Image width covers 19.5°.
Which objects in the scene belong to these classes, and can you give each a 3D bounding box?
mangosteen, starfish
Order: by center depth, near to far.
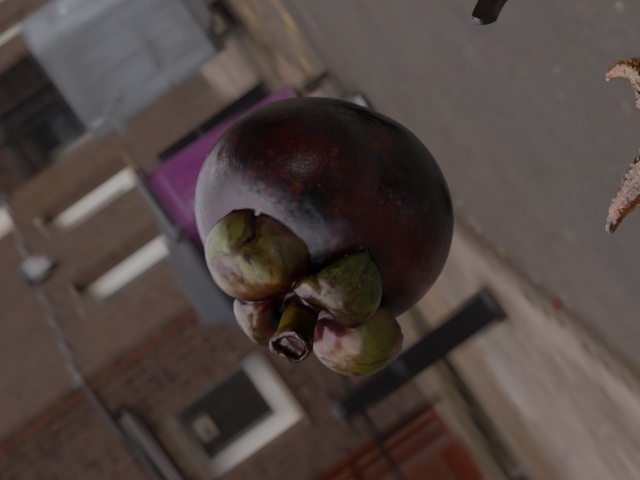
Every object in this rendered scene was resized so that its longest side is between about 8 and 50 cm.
[{"bbox_3d":[0.000,0.000,1.252,0.200,0.200,0.200,54,178,3],"label":"mangosteen"},{"bbox_3d":[0.315,-0.080,1.597,0.043,0.227,0.240,4,-145,-38],"label":"starfish"}]

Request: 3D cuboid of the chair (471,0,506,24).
[{"bbox_3d":[0.139,-0.325,1.469,0.186,0.319,0.160,18,139,35],"label":"chair"}]
